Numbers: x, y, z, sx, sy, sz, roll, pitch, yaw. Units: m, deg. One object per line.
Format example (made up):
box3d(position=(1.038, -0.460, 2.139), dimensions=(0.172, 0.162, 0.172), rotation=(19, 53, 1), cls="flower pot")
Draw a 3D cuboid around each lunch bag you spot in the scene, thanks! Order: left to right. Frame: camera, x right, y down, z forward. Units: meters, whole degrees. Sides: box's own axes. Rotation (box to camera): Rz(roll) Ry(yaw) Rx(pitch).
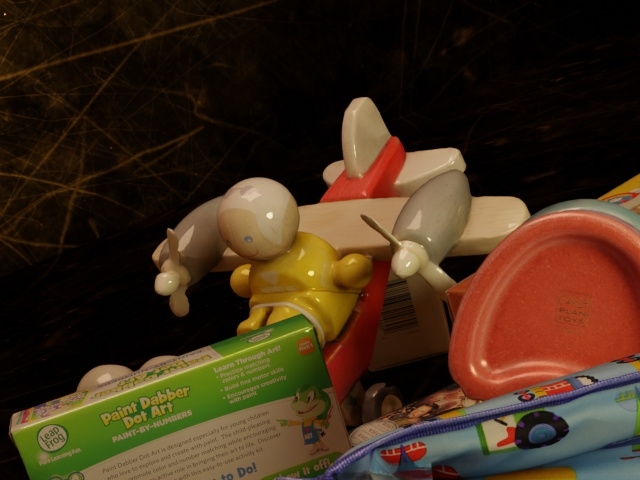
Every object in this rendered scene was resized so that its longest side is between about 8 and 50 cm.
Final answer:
box3d(position=(0.121, 0.123, 0.695), dimensions=(0.293, 0.138, 0.221), rotation=(-4, -11, 1), cls="lunch bag")

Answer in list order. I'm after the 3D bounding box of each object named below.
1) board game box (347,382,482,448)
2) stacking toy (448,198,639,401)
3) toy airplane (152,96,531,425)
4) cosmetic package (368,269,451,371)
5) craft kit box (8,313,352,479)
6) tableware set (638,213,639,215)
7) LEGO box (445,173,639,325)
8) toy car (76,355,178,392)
box3d(position=(0.136, 0.183, 1.056), dimensions=(0.165, 0.042, 0.243), rotation=(-22, 20, -17), cls="board game box")
box3d(position=(0.239, 0.124, 0.907), dimensions=(0.309, 0.279, 0.130), rotation=(20, 11, 13), cls="stacking toy")
box3d(position=(0.000, 0.000, 1.430), dimensions=(0.386, 0.272, 0.384), rotation=(-42, 42, 9), cls="toy airplane")
box3d(position=(0.093, 0.039, 1.733), dimensions=(0.113, 0.160, 0.309), rotation=(-15, 15, 6), cls="cosmetic package")
box3d(position=(-0.090, 0.215, 1.059), dimensions=(0.250, 0.247, 0.061), rotation=(-18, 14, -8), cls="craft kit box")
box3d(position=(0.326, -0.017, 1.125), dimensions=(0.141, 0.020, 0.169), rotation=(-18, 14, -2), cls="tableware set")
box3d(position=(0.431, 0.038, 1.237), dimensions=(0.500, 0.193, 0.372), rotation=(-28, 17, -38), cls="LEGO box")
box3d(position=(-0.181, 0.217, 1.441), dimensions=(0.182, 0.159, 0.136), rotation=(-11, -20, 25), cls="toy car")
